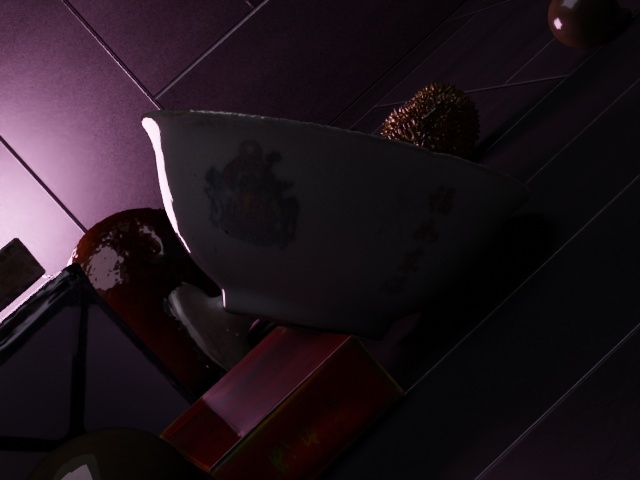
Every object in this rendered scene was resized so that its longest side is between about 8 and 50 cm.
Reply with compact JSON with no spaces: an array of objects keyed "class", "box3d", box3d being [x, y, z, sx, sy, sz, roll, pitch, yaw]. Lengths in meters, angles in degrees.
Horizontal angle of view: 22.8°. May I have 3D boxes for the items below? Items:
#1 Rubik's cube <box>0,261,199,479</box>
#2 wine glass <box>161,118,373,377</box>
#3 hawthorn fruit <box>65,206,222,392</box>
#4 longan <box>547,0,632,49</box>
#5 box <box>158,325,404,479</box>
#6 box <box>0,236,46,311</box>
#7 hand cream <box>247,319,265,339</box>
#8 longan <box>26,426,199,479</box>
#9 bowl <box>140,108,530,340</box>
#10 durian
[{"class":"Rubik's cube","box3d":[-0.324,0.236,1.947,0.310,0.307,0.305,-44,7,-18]},{"class":"wine glass","box3d":[-0.022,0.018,2.073,0.357,0.190,0.190,-39,9,10]},{"class":"hawthorn fruit","box3d":[-0.252,0.113,2.343,0.295,0.295,0.311,-56,-17,-58]},{"class":"longan","box3d":[0.387,-0.323,2.290,0.119,0.106,0.106,7,29,16]},{"class":"box","box3d":[-0.051,0.188,1.681,0.197,0.089,0.313,-43,10,-12]},{"class":"box","box3d":[-0.393,0.048,1.954,0.098,0.062,0.045,-42,7,-28]},{"class":"hand cream","box3d":[-0.037,0.054,2.444,0.275,0.050,0.079,-48,-15,-9]},{"class":"longan","box3d":[-0.208,0.281,1.583,0.196,0.196,0.220,-47,2,-30]},{"class":"bowl","box3d":[0.000,0.000,1.745,0.435,0.435,0.196,174,107,-75]},{"class":"durian","box3d":[0.162,-0.155,2.306,0.158,0.137,0.168,-68,10,-21]}]
